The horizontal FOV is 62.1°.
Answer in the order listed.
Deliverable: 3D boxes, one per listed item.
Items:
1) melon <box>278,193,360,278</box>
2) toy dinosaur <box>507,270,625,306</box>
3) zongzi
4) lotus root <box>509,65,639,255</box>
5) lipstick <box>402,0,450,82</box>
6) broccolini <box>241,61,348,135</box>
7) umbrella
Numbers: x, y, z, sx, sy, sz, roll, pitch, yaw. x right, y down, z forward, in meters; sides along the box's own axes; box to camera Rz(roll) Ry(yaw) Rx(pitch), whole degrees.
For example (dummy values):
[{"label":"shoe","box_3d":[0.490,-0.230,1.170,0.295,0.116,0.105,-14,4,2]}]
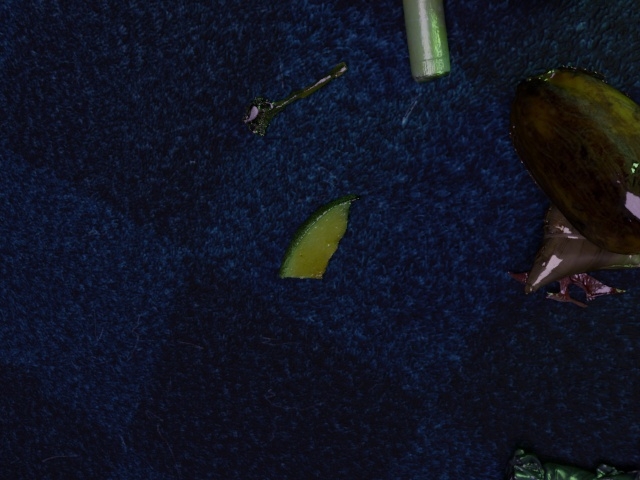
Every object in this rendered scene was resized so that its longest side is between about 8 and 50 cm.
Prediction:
[{"label":"melon","box_3d":[0.001,-0.001,1.177,0.114,0.053,0.262,36,114,-3]},{"label":"toy dinosaur","box_3d":[0.484,0.076,1.046,0.220,0.032,0.108,8,106,14]},{"label":"zongzi","box_3d":[0.481,0.037,0.963,0.194,0.099,0.198,22,79,9]},{"label":"lotus root","box_3d":[0.464,-0.127,0.869,0.195,0.179,0.398,-29,70,2]},{"label":"lipstick","box_3d":[0.185,-0.447,0.966,0.076,0.076,0.304,-4,104,20]},{"label":"broccolini","box_3d":[-0.055,-0.306,1.120,0.254,0.071,0.058,-26,55,17]},{"label":"umbrella","box_3d":[0.567,0.538,1.124,0.348,0.094,0.143,8,113,15]}]
